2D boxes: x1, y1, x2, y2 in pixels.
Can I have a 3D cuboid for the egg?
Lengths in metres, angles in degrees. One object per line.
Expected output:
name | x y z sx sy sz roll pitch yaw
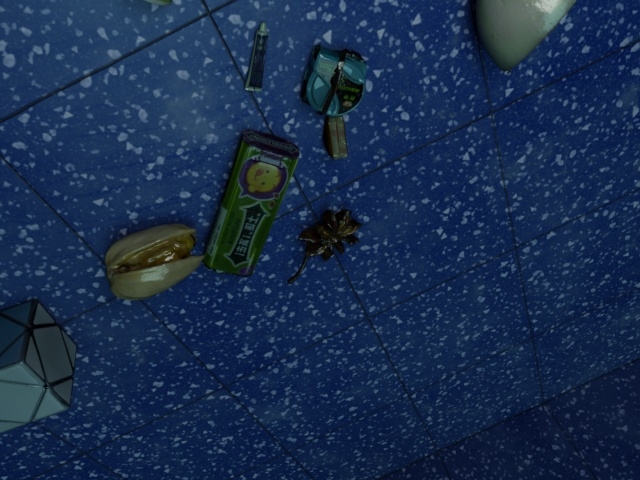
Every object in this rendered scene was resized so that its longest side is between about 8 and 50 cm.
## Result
egg | 0.401 -0.487 1.055 0.161 0.206 0.271 36 103 -3

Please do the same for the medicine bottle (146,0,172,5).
medicine bottle | -0.263 -0.491 0.885 0.086 0.086 0.184 12 123 -26

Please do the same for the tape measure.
tape measure | 0.031 -0.326 1.121 0.125 0.081 0.146 9 124 -21

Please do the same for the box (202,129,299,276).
box | -0.166 -0.076 1.247 0.134 0.097 0.346 13 123 -17

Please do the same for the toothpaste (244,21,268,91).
toothpaste | -0.124 -0.364 1.078 0.037 0.021 0.140 0 129 -20

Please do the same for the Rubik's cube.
Rubik's cube | -0.730 0.302 1.286 0.205 0.205 0.207 -18 132 -4

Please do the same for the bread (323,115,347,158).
bread | 0.030 -0.232 1.219 0.043 0.062 0.109 -5 87 -18

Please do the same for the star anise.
star anise | -0.001 0.003 1.372 0.233 0.073 0.177 -32 141 -14

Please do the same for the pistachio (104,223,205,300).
pistachio | -0.383 0.048 1.244 0.229 0.157 0.157 -22 131 -8
